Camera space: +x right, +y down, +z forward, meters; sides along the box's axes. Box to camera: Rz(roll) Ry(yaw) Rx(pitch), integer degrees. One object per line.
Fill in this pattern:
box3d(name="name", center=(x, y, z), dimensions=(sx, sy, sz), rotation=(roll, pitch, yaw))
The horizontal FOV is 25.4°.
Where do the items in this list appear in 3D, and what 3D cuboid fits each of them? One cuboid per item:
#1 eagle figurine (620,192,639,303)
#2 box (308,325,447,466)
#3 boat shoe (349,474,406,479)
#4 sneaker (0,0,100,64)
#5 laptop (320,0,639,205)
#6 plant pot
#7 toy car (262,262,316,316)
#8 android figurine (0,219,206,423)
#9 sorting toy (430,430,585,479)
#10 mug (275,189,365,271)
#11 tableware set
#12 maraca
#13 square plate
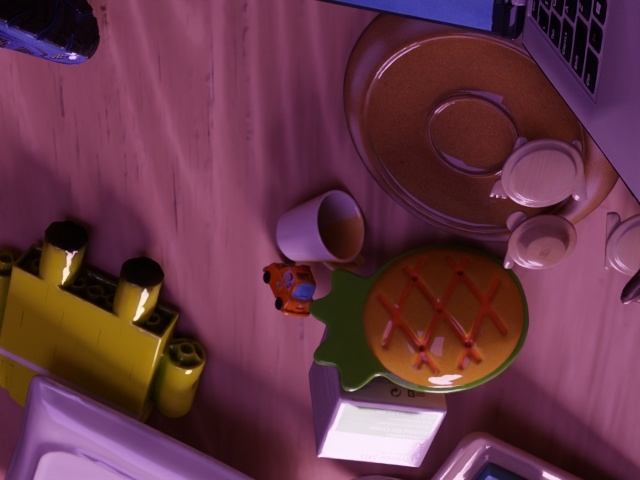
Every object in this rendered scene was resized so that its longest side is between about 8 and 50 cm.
box3d(name="eagle figurine", center=(0.358, 0.015, 1.012), dimensions=(0.226, 0.298, 0.225), rotation=(21, 100, 58))
box3d(name="box", center=(0.049, 0.135, 1.270), dimensions=(0.101, 0.102, 0.087), rotation=(7, 134, -13))
box3d(name="boat shoe", center=(0.091, 0.273, 1.410), dimensions=(0.184, 0.066, 0.063), rotation=(-8, 121, 20))
box3d(name="sneaker", center=(-0.286, -0.199, 1.220), dimensions=(0.221, 0.083, 0.087), rotation=(23, 146, 15))
box3d(name="laptop", center=(0.063, -0.265, 0.873), dimensions=(0.236, 0.408, 0.382), rotation=(-6, 125, -10))
box3d(name="plant pot", center=(0.124, -0.088, 1.126), dimensions=(0.236, 0.032, 0.236), rotation=(13, 131, 16))
box3d(name="toy car", center=(0.008, 0.051, 1.299), dimensions=(0.122, 0.060, 0.040), rotation=(22, 126, -27))
box3d(name="android figurine", center=(-0.239, 0.106, 1.439), dimensions=(0.248, 0.056, 0.273), rotation=(24, 132, 7))
box3d(name="sorting toy", center=(0.181, 0.283, 1.335), dimensions=(0.208, 0.038, 0.193), rotation=(24, 124, -12))
box3d(name="mug", center=(-0.003, -0.001, 1.237), dimensions=(0.064, 0.062, 0.078), rotation=(-12, 101, 41))
box3d(name="tableware set", center=(0.213, -0.028, 1.102), dimensions=(0.168, 0.020, 0.141), rotation=(-3, 129, -3))
box3d(name="maraca", center=(0.083, 0.068, 1.204), dimensions=(0.185, 0.127, 0.099), rotation=(-7, 165, 6))
box3d(name="square plate", center=(-0.182, 0.307, 1.522), dimensions=(0.347, 0.049, 0.344), rotation=(27, 143, -1))
